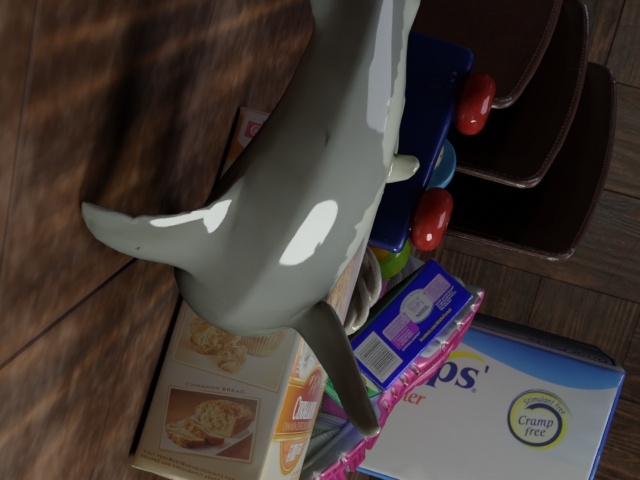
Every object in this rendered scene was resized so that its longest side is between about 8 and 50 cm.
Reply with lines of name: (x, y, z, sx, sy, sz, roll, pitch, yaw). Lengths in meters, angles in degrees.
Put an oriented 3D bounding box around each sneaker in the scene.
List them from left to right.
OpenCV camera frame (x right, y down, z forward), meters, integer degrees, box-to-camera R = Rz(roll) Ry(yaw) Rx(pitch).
sneaker: (0.009, 0.103, 0.907, 0.252, 0.111, 0.103, -47, 166, -21)

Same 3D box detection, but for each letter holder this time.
letter holder: (0.167, -0.146, 1.052, 0.302, 0.214, 0.152, -65, 168, -45)

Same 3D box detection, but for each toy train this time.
toy train: (0.034, -0.007, 0.817, 0.143, 0.105, 0.248, 79, 32, -70)

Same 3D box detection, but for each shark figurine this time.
shark figurine: (-0.027, -0.039, 0.430, 0.166, 0.116, 0.278, -112, -149, -43)

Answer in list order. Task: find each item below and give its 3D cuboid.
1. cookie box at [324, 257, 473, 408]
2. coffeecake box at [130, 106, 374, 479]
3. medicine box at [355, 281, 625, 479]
cookie box: (0.044, 0.066, 0.808, 0.092, 0.040, 0.107, -44, 179, -20)
coffeecake box: (-0.027, 0.039, 0.646, 0.142, 0.068, 0.186, 47, 59, -79)
medicine box: (0.119, 0.137, 1.099, 0.289, 0.263, 0.149, 7, 99, -81)
